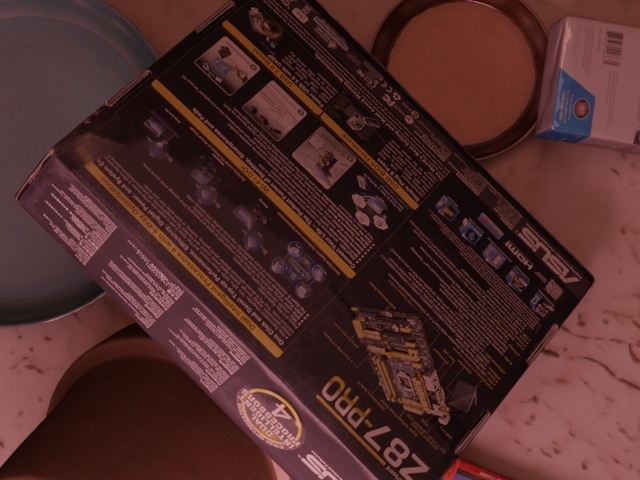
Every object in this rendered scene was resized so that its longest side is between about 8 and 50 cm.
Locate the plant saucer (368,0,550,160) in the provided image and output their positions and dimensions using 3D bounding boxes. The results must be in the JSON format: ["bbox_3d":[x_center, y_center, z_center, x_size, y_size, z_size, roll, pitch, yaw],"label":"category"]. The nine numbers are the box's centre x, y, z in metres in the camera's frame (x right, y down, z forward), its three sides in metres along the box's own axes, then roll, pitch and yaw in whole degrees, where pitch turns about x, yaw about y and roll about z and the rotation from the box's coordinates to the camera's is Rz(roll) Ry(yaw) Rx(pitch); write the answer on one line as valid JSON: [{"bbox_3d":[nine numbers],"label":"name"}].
[{"bbox_3d":[0.126,-0.151,1.629,0.168,0.029,0.168,0,83,3],"label":"plant saucer"}]

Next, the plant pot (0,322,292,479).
[{"bbox_3d":[-0.156,0.217,1.453,0.263,0.229,0.263,8,108,27],"label":"plant pot"}]

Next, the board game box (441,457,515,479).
[{"bbox_3d":[0.183,0.291,1.572,0.281,0.027,0.145,21,86,6],"label":"board game box"}]

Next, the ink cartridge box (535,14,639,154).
[{"bbox_3d":[0.288,-0.129,1.588,0.180,0.060,0.104,9,84,-8],"label":"ink cartridge box"}]

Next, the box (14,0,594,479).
[{"bbox_3d":[0.000,0.000,1.479,0.395,0.097,0.318,45,49,-2],"label":"box"}]

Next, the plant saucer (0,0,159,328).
[{"bbox_3d":[-0.274,-0.078,1.631,0.318,0.044,0.317,-1,84,10],"label":"plant saucer"}]
